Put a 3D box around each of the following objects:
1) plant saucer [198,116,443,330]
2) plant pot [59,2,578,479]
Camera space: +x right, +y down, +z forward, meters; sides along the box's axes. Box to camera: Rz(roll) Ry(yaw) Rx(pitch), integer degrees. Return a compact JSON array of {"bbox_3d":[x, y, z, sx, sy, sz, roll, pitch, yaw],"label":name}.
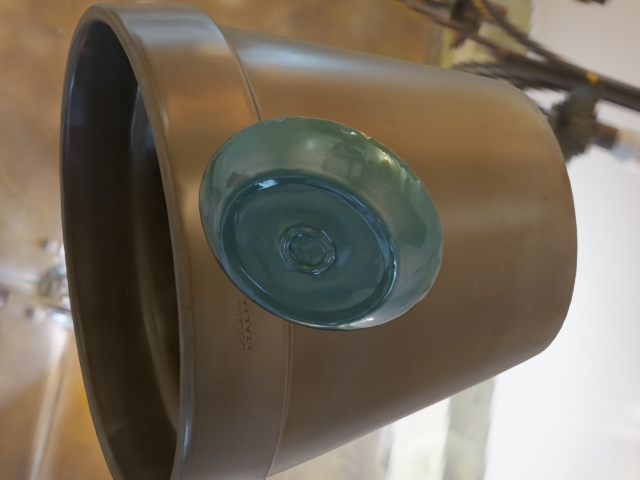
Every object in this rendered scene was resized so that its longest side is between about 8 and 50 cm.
[{"bbox_3d":[-0.004,-0.001,0.714,0.119,0.119,0.021,-55,-175,38],"label":"plant saucer"},{"bbox_3d":[0.000,0.000,0.997,0.323,0.280,0.323,173,-90,-71],"label":"plant pot"}]
